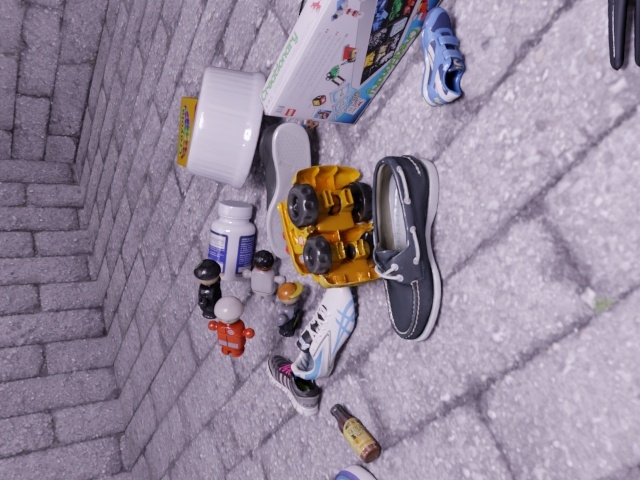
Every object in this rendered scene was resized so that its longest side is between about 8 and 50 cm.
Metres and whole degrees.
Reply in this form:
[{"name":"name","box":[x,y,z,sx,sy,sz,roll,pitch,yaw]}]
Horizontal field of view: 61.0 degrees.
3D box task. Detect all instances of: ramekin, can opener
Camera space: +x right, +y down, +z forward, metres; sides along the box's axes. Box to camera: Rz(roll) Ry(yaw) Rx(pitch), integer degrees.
[{"name":"ramekin","box":[-0.224,-0.266,1.260,0.277,0.135,0.277,-169,90,-74]},{"name":"can opener","box":[0.337,-0.282,0.590,0.059,0.073,0.186,17,114,46]}]

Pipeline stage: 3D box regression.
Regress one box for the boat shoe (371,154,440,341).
[{"name":"boat shoe","box":[0.126,0.015,0.875,0.114,0.091,0.302,-5,87,56]}]

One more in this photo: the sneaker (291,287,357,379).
[{"name":"sneaker","box":[0.005,0.178,1.064,0.085,0.086,0.237,45,125,47]}]

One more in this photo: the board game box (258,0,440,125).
[{"name":"board game box","box":[0.046,-0.320,0.890,0.305,0.193,0.053,-51,52,43]}]

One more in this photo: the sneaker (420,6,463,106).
[{"name":"sneaker","box":[0.187,-0.275,0.813,0.059,0.053,0.144,12,109,56]}]

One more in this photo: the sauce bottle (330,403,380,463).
[{"name":"sauce bottle","box":[0.061,0.360,1.026,0.128,0.042,0.042,39,123,45]}]

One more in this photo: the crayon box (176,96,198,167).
[{"name":"crayon box","box":[-0.327,-0.296,1.534,0.318,0.081,0.202,24,111,53]}]

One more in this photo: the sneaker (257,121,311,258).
[{"name":"sneaker","box":[-0.078,-0.116,1.176,0.147,0.105,0.295,-129,38,-64]}]

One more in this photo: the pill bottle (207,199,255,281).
[{"name":"pill bottle","box":[-0.222,-0.001,1.364,0.112,0.112,0.186,28,113,52]}]

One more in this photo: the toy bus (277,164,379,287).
[{"name":"toy bus","box":[0.000,0.000,1.015,0.211,0.149,0.220,-39,61,54]}]

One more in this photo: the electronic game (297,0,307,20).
[{"name":"electronic game","box":[0.027,-0.444,1.040,0.229,0.048,0.229,-14,72,51]}]

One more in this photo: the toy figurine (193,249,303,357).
[{"name":"toy figurine","box":[-0.157,0.123,1.186,0.213,0.209,0.148,49,146,47]}]

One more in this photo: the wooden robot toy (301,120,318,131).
[{"name":"wooden robot toy","box":[-0.010,-0.298,1.092,0.076,0.079,0.173,-77,-22,-51]}]

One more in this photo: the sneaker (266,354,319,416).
[{"name":"sneaker","box":[-0.055,0.296,1.177,0.170,0.063,0.075,43,126,40]}]

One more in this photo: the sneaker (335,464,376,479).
[{"name":"sneaker","box":[0.031,0.563,0.906,0.130,0.236,0.323,-51,51,43]}]
